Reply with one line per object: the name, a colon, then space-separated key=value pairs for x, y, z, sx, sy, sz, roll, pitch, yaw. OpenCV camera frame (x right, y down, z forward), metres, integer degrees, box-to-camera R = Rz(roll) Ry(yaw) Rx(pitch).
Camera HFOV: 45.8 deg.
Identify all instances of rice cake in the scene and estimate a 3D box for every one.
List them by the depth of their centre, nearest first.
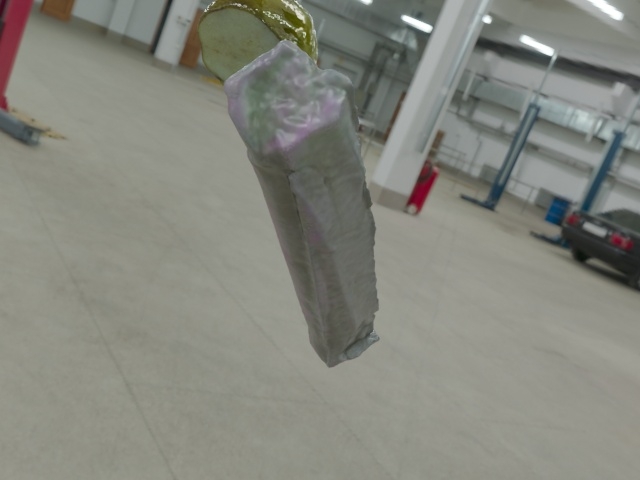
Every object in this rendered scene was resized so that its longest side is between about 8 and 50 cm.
rice cake: x=0.001 y=0.000 z=0.429 sx=0.049 sy=0.055 sz=0.270 roll=38 pitch=-19 yaw=27

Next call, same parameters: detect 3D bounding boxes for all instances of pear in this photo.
pear: x=-0.064 y=-0.232 z=0.856 sx=0.141 sy=0.141 sz=0.104 roll=22 pitch=53 yaw=1
